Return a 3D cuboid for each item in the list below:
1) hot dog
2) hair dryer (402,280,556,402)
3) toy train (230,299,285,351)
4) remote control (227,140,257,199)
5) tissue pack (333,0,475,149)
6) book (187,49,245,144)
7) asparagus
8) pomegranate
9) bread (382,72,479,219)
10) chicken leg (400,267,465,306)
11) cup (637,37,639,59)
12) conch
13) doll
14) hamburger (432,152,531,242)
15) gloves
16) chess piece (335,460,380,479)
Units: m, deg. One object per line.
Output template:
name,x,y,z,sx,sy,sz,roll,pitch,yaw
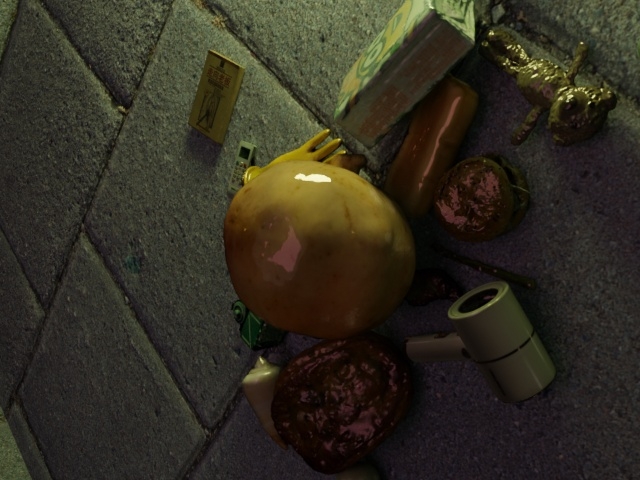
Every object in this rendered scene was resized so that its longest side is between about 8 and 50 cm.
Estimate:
hot dog,0.033,0.372,1.531,0.387,0.174,0.267,-45,74,28
hair dryer,0.278,0.210,1.347,0.362,0.128,0.203,-19,106,56
toy train,-0.148,0.157,1.748,0.154,0.115,0.269,41,117,39
remote control,-0.216,-0.189,1.849,0.065,0.029,0.166,25,104,40
tissue pack,0.167,-0.363,1.354,0.311,0.128,0.228,-45,18,36
book,-0.301,-0.411,1.917,0.161,0.026,0.230,36,115,36
asparagus,0.326,0.052,1.367,0.248,0.024,0.025,24,101,41
pomegranate,0.000,0.000,1.377,0.412,0.411,0.411,3,94,42
bread,0.233,-0.193,1.391,0.142,0.091,0.305,44,120,44
chicken leg,0.248,0.113,1.426,0.253,0.051,0.105,14,108,40
cup,0.676,-0.171,0.898,0.310,0.401,0.392,113,142,-66
conch,-0.112,0.414,1.746,0.158,0.127,0.255,-12,108,11
doll,0.415,-0.299,1.237,0.203,0.091,0.285,-22,66,29
hamburger,0.317,-0.085,1.308,0.185,0.113,0.177,-3,89,43
gloves,-0.052,-0.177,1.660,0.294,0.116,0.133,-20,86,35
chess piece,0.096,0.641,1.546,0.144,0.144,0.251,-16,75,42
